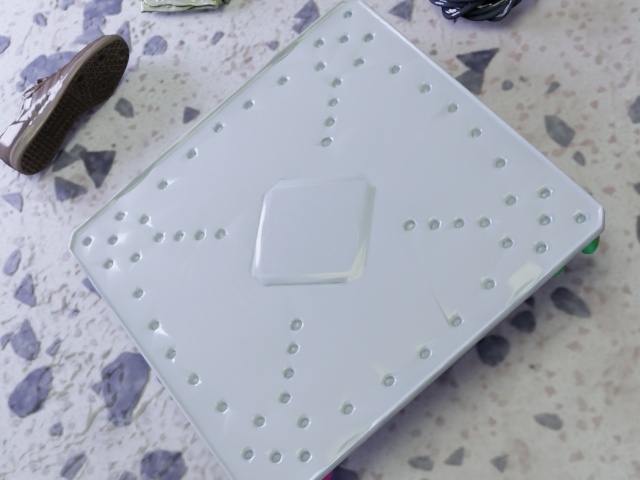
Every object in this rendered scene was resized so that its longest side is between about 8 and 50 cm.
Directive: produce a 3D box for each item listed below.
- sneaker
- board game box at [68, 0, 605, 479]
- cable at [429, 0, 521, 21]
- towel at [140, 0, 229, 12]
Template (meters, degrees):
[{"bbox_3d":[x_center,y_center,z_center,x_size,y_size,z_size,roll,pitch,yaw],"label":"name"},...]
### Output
[{"bbox_3d":[-0.292,-0.161,1.326,0.071,0.066,0.188,31,76,30],"label":"sneaker"},{"bbox_3d":[0.000,0.000,1.131,0.390,0.050,0.390,-41,55,-2],"label":"board game box"},{"bbox_3d":[0.176,-0.302,1.263,0.151,0.047,0.184,-18,57,3],"label":"cable"},{"bbox_3d":[-0.149,-0.325,1.386,0.110,0.027,0.148,-1,64,17],"label":"towel"}]
